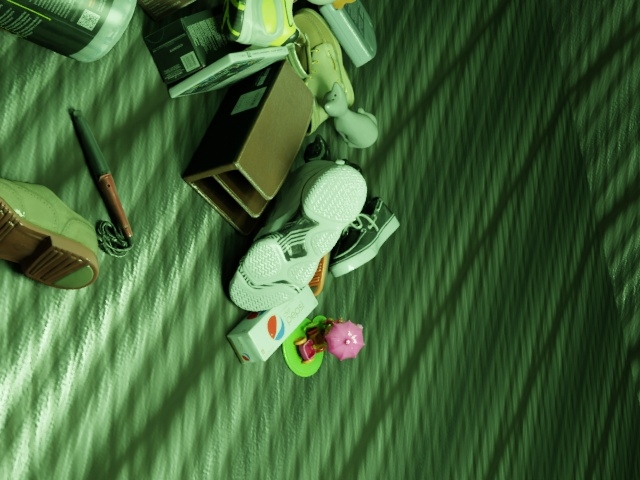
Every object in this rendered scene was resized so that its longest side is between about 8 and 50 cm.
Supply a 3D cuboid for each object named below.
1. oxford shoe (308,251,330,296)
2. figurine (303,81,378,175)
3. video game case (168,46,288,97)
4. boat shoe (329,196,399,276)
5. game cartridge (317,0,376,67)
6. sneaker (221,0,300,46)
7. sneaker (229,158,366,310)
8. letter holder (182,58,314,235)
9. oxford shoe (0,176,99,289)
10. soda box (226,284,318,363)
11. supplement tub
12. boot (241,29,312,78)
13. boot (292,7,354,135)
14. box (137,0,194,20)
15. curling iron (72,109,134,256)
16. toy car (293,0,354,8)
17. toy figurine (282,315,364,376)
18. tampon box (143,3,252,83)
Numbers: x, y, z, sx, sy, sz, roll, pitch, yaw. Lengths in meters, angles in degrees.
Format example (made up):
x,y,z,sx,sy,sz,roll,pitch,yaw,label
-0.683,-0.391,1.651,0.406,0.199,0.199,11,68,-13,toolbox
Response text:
x,y,z,sx,sy,sz,roll,pitch,yaw,label
0.000,0.000,1.966,0.098,0.096,0.271,25,62,-50,oxford shoe
0.040,-0.229,2.000,0.209,0.092,0.215,39,65,-58,figurine
-0.184,-0.339,1.764,0.173,0.190,0.022,-24,94,-50,video game case
0.091,-0.018,2.063,0.105,0.113,0.306,60,40,-10,boat shoe
0.068,-0.539,2.141,0.196,0.060,0.294,49,23,-25,game cartridge
-0.095,-0.557,1.761,0.147,0.145,0.385,15,77,-23,sneaker
-0.051,-0.022,1.819,0.137,0.366,0.210,38,11,-15,sneaker
-0.114,-0.185,1.839,0.214,0.152,0.302,48,48,-33,letter holder
-0.504,-0.047,1.399,0.348,0.123,0.130,39,30,-39,oxford shoe
-0.097,0.163,1.826,0.216,0.069,0.074,-45,114,-46,soda box
-0.486,-0.441,1.428,0.338,0.207,0.207,19,66,-46,supplement tub
-0.110,-0.433,1.895,0.077,0.165,0.213,-30,105,-50,boot
-0.034,-0.389,2.031,0.203,0.095,0.262,-41,117,-46,boot
-0.305,-0.572,1.704,0.203,0.167,0.168,45,50,-32,box
-0.394,-0.102,1.577,0.068,0.035,0.274,-18,94,-50,curling iron
-0.027,-0.573,1.936,0.238,0.210,0.219,35,54,11,toy car
0.031,0.211,1.892,0.173,0.159,0.130,-34,106,-49,toy figurine
-0.243,-0.397,1.765,0.161,0.120,0.101,-37,107,-48,tampon box
